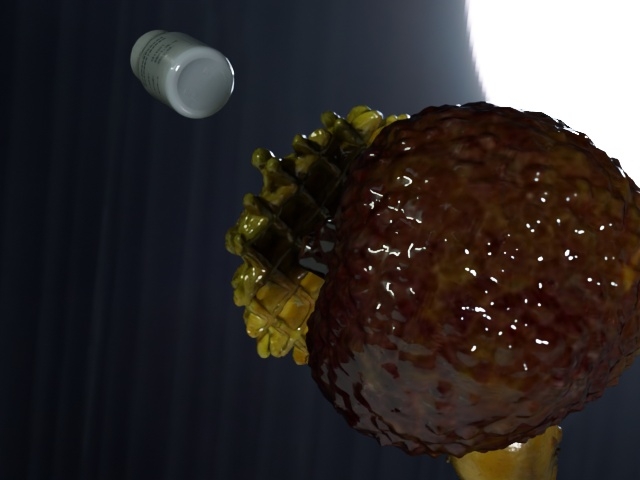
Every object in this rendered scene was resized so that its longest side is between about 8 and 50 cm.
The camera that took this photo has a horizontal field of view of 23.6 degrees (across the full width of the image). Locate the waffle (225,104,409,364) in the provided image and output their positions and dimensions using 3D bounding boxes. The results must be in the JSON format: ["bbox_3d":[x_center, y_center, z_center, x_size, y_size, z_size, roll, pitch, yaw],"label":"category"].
[{"bbox_3d":[0.000,0.000,1.711,0.259,0.293,0.069,-22,31,-33],"label":"waffle"}]

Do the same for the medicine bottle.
[{"bbox_3d":[-0.156,-0.186,1.683,0.080,0.080,0.130,3,16,-30],"label":"medicine bottle"}]

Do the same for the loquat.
[{"bbox_3d":[0.212,0.233,1.770,0.141,0.141,0.141,7,8,-1],"label":"loquat"}]

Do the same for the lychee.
[{"bbox_3d":[0.109,0.031,1.078,0.260,0.261,0.260,7,8,-1],"label":"lychee"}]
